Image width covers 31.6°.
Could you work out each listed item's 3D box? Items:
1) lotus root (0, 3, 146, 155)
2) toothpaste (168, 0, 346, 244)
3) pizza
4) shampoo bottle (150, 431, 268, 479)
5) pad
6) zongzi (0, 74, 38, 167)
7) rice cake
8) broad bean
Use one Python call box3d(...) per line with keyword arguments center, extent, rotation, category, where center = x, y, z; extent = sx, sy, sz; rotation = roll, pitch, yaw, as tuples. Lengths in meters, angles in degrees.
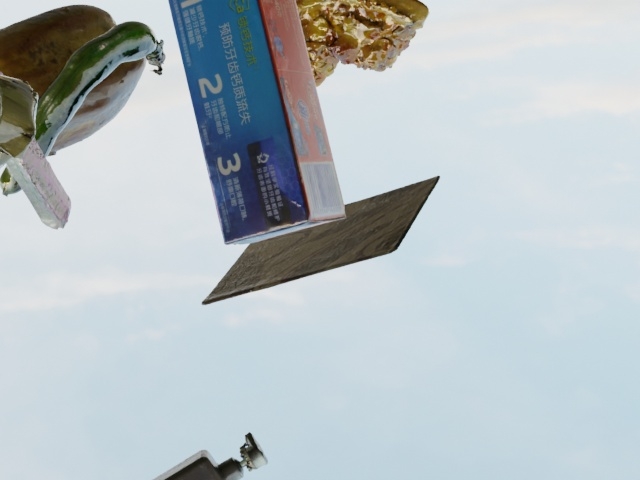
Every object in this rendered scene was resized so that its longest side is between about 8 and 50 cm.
box3d(center=(-0.387, -0.207, 1.547), extent=(0.193, 0.193, 0.291), rotation=(16, -145, 35), category="lotus root")
box3d(center=(-0.061, -0.160, 0.820), extent=(0.076, 0.320, 0.066), rotation=(-13, 178, 27), category="toothpaste")
box3d(center=(0.023, -0.312, 1.751), extent=(0.305, 0.161, 0.085), rotation=(-11, -150, 19), category="pizza")
box3d(center=(-0.220, 0.401, 1.717), extent=(0.309, 0.098, 0.071), rotation=(-30, -171, -1), category="shampoo bottle")
box3d(center=(0.000, 0.000, 1.608), extent=(0.330, 0.004, 0.220), rotation=(-17, -158, 31), category="pad")
box3d(center=(-0.325, -0.080, 0.809), extent=(0.178, 0.189, 0.081), rotation=(-31, -126, 29), category="zongzi")
box3d(center=(-0.332, -0.098, 1.264), extent=(0.036, 0.207, 0.047), rotation=(2, -139, 28), category="rice cake")
box3d(center=(-0.285, -0.176, 1.377), extent=(0.049, 0.144, 0.292), rotation=(35, -118, 15), category="broad bean")
